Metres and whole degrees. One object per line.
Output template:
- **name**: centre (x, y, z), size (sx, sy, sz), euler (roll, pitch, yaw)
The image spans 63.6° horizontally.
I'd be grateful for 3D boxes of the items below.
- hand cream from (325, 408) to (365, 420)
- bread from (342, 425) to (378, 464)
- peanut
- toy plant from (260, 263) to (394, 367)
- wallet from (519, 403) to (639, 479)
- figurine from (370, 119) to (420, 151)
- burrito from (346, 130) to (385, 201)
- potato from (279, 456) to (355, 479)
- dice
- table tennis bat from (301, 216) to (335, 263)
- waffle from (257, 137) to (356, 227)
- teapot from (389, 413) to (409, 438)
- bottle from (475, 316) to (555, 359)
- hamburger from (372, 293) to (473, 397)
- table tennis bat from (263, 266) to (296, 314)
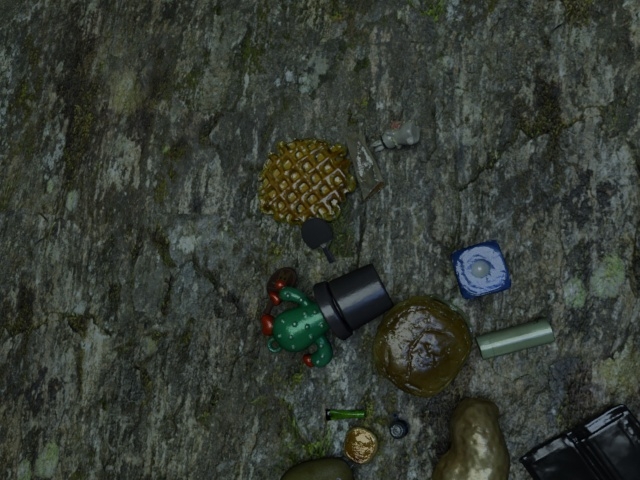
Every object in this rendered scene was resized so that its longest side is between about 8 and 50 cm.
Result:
- **hand cream**: centre (0.075, 0.525, 1.559), size (0.122, 0.023, 0.036), euler (-7, 92, 13)
- **bread**: centre (0.119, 0.610, 1.537), size (0.110, 0.024, 0.110), euler (-2, 83, 13)
- **peanut**: centre (0.407, 0.621, 1.400), size (0.192, 0.169, 0.387), euler (10, 81, 18)
- **toy plant**: centre (0.013, 0.229, 1.536), size (0.400, 0.185, 0.279), euler (-27, 119, 5)
- **wallet**: centre (0.745, 0.611, 1.384), size (0.323, 0.041, 0.247), euler (-37, 76, 9)
- **figurine**: centre (0.238, -0.327, 1.619), size (0.146, 0.081, 0.098), euler (-4, 40, 40)
- **burrito**: centre (0.139, -0.241, 1.626), size (0.087, 0.060, 0.225), euler (-22, 80, 18)
- **potato**: centre (-0.006, 0.717, 1.487), size (0.251, 0.159, 0.174), euler (-30, 101, -1)
- **dice**: centre (0.455, 0.086, 1.467), size (0.143, 0.146, 0.146), euler (-17, 80, 12)
- **table tennis bat**: centre (0.000, 0.000, 1.619), size (0.095, 0.014, 0.158), euler (-26, 101, 12)
- **waffle**: centre (-0.048, -0.185, 1.659), size (0.325, 0.068, 0.302), euler (8, 84, 15)
- **teapot**: centre (0.222, 0.540, 1.493), size (0.064, 0.083, 0.049), euler (31, 89, 23)
- **bottle**: centre (0.547, 0.278, 1.458), size (0.202, 0.072, 0.072), euler (-18, 79, 10)
- **hamburger**: centre (0.291, 0.293, 1.468), size (0.266, 0.134, 0.284), euler (33, 92, 7)
- **table tennis bat**: centre (-0.111, 0.185, 1.656), size (0.108, 0.119, 0.169), euler (6, 59, 39)
